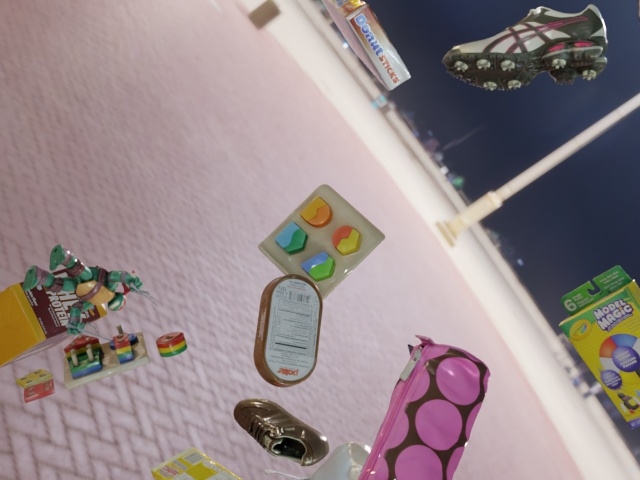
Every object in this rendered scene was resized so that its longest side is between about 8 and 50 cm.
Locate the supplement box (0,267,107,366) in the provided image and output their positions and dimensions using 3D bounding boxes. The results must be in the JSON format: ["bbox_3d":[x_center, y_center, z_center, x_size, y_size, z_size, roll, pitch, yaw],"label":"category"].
[{"bbox_3d":[-0.605,0.162,1.885,0.194,0.191,0.129,-22,84,-57],"label":"supplement box"}]

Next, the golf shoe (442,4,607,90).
[{"bbox_3d":[0.348,-0.330,1.510,0.105,0.273,0.120,49,44,-62],"label":"golf shoe"}]

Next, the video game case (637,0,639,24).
[{"bbox_3d":[0.457,-0.317,1.195,0.183,0.023,0.201,65,20,-44],"label":"video game case"}]

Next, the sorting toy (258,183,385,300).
[{"bbox_3d":[0.000,0.000,1.844,0.193,0.208,0.038,43,-10,24],"label":"sorting toy"}]

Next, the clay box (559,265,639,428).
[{"bbox_3d":[0.462,0.161,1.333,0.053,0.127,0.222,-28,81,-49],"label":"clay box"}]

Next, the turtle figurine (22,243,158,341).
[{"bbox_3d":[-0.441,0.101,1.702,0.234,0.175,0.118,36,9,-38],"label":"turtle figurine"}]

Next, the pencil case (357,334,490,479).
[{"bbox_3d":[0.098,0.207,0.919,0.098,0.095,0.209,46,58,-36],"label":"pencil case"}]

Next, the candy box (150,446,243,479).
[{"bbox_3d":[-0.252,0.484,1.796,0.206,0.105,0.027,14,-57,52],"label":"candy box"}]

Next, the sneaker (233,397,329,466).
[{"bbox_3d":[-0.078,0.320,1.482,0.188,0.066,0.071,18,17,26],"label":"sneaker"}]

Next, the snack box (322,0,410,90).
[{"bbox_3d":[0.031,-0.171,0.716,0.064,0.022,0.178,56,6,-23],"label":"snack box"}]

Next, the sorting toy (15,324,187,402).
[{"bbox_3d":[-0.355,0.178,1.407,0.132,0.275,0.046,-142,-144,-71],"label":"sorting toy"}]

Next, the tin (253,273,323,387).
[{"bbox_3d":[-0.052,0.148,1.467,0.040,0.106,0.189,149,-50,-64],"label":"tin"}]

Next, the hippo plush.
[{"bbox_3d":[0.056,0.501,1.531,0.234,0.294,0.236,109,-22,-50],"label":"hippo plush"}]
